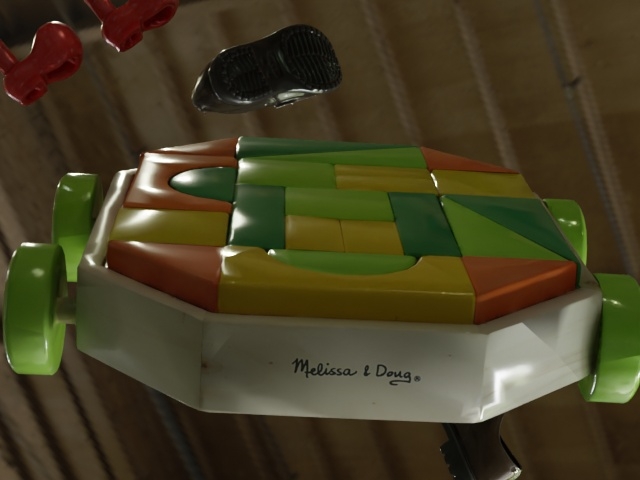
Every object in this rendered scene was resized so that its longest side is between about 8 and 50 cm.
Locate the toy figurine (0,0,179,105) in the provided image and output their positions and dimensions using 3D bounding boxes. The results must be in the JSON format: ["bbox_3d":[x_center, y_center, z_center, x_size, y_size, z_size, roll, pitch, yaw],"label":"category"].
[{"bbox_3d":[-0.133,-0.194,0.544,0.191,0.362,0.217,50,-16,13],"label":"toy figurine"}]

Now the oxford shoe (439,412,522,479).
[{"bbox_3d":[0.158,0.162,1.515,0.096,0.083,0.227,-22,-88,9],"label":"oxford shoe"}]

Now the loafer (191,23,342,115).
[{"bbox_3d":[-0.061,-0.181,1.494,0.078,0.220,0.080,-20,-93,39],"label":"loafer"}]

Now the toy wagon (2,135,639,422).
[{"bbox_3d":[0.000,0.000,0.685,0.267,0.344,0.068,3,-72,-3],"label":"toy wagon"}]
